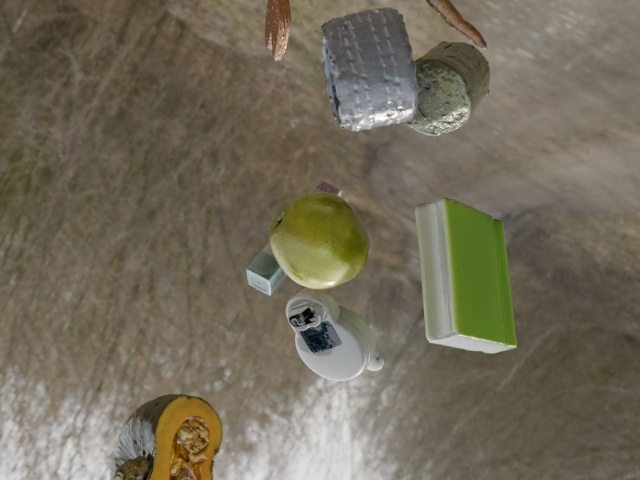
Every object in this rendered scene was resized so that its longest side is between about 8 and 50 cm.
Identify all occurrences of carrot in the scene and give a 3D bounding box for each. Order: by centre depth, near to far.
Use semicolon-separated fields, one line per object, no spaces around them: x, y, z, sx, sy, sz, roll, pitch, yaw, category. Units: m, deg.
0.261;-0.423;1.777;0.165;0.036;0.035;49;-179;9;carrot

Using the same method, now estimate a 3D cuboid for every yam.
0.305;-0.376;2.279;0.195;0.195;0.300;28;-151;9;yam

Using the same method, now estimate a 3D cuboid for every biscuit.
-0.092;-0.473;2.037;0.036;0.186;0.192;1;-131;-12;biscuit

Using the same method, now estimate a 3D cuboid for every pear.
0.000;0.000;1.816;0.198;0.198;0.198;29;178;1;pear

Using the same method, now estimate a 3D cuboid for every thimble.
0.095;-0.342;1.856;0.172;0.236;0.205;-10;-164;-7;thimble

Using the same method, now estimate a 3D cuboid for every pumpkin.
-0.361;0.489;1.962;0.232;0.324;0.242;-9;158;44;pumpkin

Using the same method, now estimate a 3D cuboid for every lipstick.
-0.059;-0.010;2.210;0.066;0.317;0.068;26;148;20;lipstick

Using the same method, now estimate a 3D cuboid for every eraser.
0.285;0.070;1.796;0.210;0.274;0.092;16;153;-43;eraser

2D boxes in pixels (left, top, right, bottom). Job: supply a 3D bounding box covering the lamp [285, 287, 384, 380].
0.023;0.199;2.023;0.246;0.180;0.108;55;-146;-18;lamp
